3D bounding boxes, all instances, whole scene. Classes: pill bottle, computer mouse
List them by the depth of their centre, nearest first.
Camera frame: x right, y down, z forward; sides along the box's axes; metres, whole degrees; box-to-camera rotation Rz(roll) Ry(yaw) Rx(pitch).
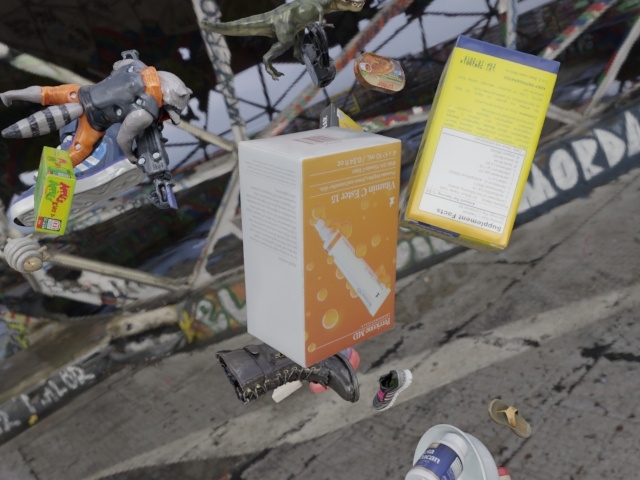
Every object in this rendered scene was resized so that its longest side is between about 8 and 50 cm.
[{"bbox_3d":[0.003,-0.282,0.939,0.041,0.071,0.242,-25,5,0],"label":"computer mouse"},{"bbox_3d":[0.274,0.523,1.436,0.094,0.094,0.169,-13,12,41],"label":"pill bottle"}]

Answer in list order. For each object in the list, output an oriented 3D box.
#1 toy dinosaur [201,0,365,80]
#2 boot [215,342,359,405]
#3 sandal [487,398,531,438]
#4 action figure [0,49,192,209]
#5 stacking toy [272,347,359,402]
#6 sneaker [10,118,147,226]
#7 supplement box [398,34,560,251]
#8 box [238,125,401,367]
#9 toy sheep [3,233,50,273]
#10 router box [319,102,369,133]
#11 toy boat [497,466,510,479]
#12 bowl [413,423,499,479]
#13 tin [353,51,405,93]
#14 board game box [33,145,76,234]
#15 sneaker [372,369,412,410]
[{"bbox_3d":[-0.055,-0.335,1.015,0.268,0.118,0.064,-20,37,-14],"label":"toy dinosaur"},{"bbox_3d":[-0.072,0.289,1.309,0.228,0.091,0.263,-20,42,-34],"label":"boot"},{"bbox_3d":[0.574,0.531,1.859,0.049,0.180,0.072,-35,23,52],"label":"sandal"},{"bbox_3d":[-0.389,-0.207,1.163,0.330,0.342,0.178,-24,-9,-4],"label":"action figure"},{"bbox_3d":[-0.035,0.275,1.704,0.279,0.130,0.309,-26,23,14],"label":"stacking toy"},{"bbox_3d":[-0.581,-0.192,1.428,0.322,0.236,0.130,-27,-15,-14],"label":"sneaker"},{"bbox_3d":[0.295,-0.175,1.208,0.194,0.357,0.195,17,-2,4],"label":"supplement box"},{"bbox_3d":[0.000,0.000,1.052,0.214,0.346,0.168,-17,26,-38],"label":"box"},{"bbox_3d":[-0.720,0.032,1.510,0.132,0.091,0.091,32,47,28],"label":"toy sheep"},{"bbox_3d":[0.058,-0.220,1.450,0.046,0.133,0.179,-37,34,33],"label":"router box"},{"bbox_3d":[0.506,0.775,2.070,0.230,0.151,0.151,2,-40,-26],"label":"toy boat"},{"bbox_3d":[0.398,0.664,1.724,0.134,0.298,0.297,9,-5,-30],"label":"bowl"},{"bbox_3d":[0.180,-0.510,1.904,0.189,0.106,0.040,5,-17,-36],"label":"tin"},{"bbox_3d":[-0.437,-0.085,1.016,0.043,0.092,0.181,11,16,-29],"label":"board game box"},{"bbox_3d":[0.192,0.432,1.816,0.170,0.074,0.063,-53,32,30],"label":"sneaker"}]
